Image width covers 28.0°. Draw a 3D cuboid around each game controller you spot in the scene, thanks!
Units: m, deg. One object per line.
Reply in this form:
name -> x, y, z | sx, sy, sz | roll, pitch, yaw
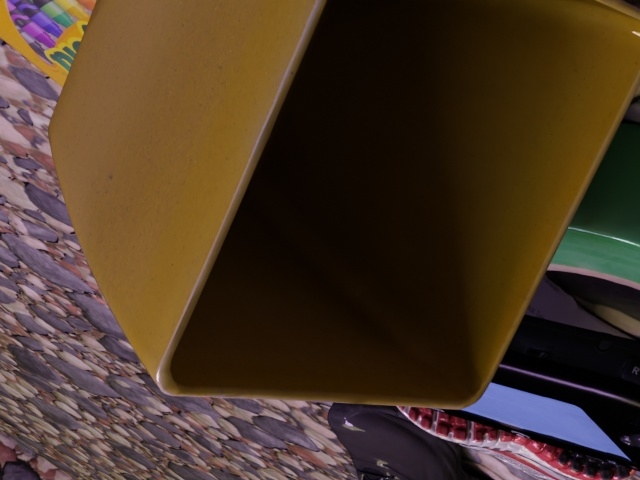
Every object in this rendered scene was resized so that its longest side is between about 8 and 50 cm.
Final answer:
game controller -> 0.108, 0.089, 0.820 | 0.319, 0.067, 0.166 | 13, 152, 38

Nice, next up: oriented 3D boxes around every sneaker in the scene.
sneaker -> 0.095, 0.265, 1.332 | 0.109, 0.130, 0.286 | 5, 146, 50
sneaker -> 0.155, 0.154, 1.075 | 0.225, 0.088, 0.093 | 23, 158, 16

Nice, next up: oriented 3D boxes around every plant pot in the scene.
plant pot -> -0.007, -0.063, 0.610 | 0.212, 0.212, 0.187 | 10, -160, -46

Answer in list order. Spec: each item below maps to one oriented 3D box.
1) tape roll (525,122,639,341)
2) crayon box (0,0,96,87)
tape roll -> 0.211, 0.054, 0.805 | 0.321, 0.077, 0.321 | 25, 158, 11
crayon box -> -0.161, -0.190, 0.734 | 0.318, 0.081, 0.202 | 39, 156, -24
